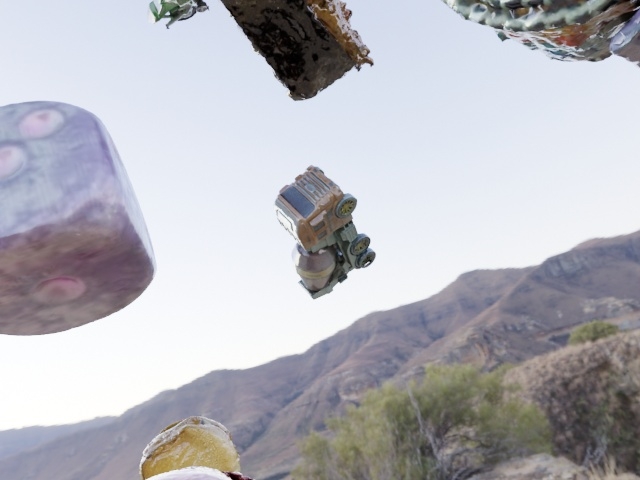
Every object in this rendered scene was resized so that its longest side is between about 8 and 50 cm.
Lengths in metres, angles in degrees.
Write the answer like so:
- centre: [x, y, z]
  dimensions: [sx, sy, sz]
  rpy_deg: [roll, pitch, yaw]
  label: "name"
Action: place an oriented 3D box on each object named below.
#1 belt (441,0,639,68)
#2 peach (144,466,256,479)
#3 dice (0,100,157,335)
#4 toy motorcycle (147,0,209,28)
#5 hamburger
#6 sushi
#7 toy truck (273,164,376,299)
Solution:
- centre: [0.153, -0.246, 0.295]
  dimensions: [0.207, 0.294, 0.161]
  rpy_deg: [12, 19, 39]
  label: "belt"
- centre: [-0.162, 0.433, 0.580]
  dimensions: [0.371, 0.369, 0.370]
  rpy_deg: [-14, -17, -5]
  label: "peach"
- centre: [-0.427, -0.031, 0.790]
  dimensions: [0.271, 0.271, 0.270]
  rpy_deg: [-20, -30, -15]
  label: "dice"
- centre: [-0.263, -0.457, 0.929]
  dimensions: [0.106, 0.074, 0.190]
  rpy_deg: [-22, 1, -26]
  label: "toy motorcycle"
- centre: [-0.280, 0.494, 1.103]
  dimensions: [0.214, 0.213, 0.108]
  rpy_deg: [-10, -3, -18]
  label: "hamburger"
- centre: [-0.063, -0.460, 1.012]
  dimensions: [0.208, 0.234, 0.348]
  rpy_deg: [-29, -43, 19]
  label: "sushi"
- centre: [0.000, 0.000, 0.884]
  dimensions: [0.140, 0.108, 0.256]
  rpy_deg: [-38, -35, -9]
  label: "toy truck"
